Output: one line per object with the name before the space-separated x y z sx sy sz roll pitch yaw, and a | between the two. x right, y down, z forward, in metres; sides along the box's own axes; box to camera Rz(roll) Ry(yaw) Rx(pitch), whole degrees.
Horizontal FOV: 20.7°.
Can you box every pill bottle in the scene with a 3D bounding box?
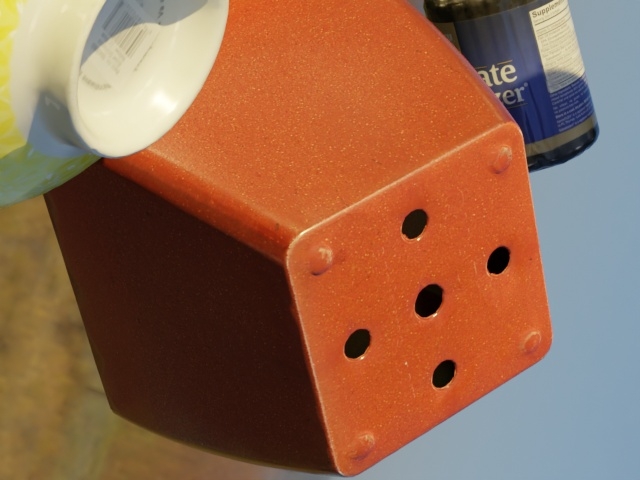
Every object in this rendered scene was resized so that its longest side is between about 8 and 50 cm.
pill bottle | 0.159 -0.176 1.524 0.123 0.123 0.219 -74 148 -70

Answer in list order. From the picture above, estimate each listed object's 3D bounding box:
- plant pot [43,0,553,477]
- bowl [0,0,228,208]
plant pot | 0.000 0.000 1.150 0.267 0.236 0.267 -28 124 -24
bowl | -0.140 -0.122 0.854 0.289 0.156 0.289 -44 151 -33
